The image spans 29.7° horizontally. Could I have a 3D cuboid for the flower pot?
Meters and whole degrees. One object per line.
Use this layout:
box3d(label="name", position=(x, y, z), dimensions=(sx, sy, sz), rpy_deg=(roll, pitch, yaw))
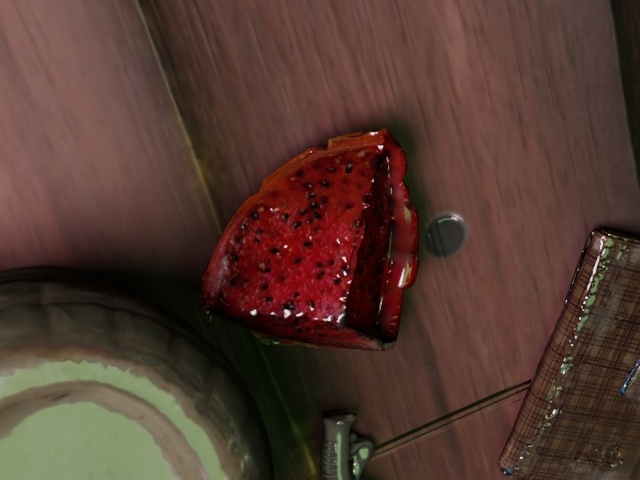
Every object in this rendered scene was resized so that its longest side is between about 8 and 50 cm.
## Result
box3d(label="flower pot", position=(-0.189, 0.158, 0.766), dimensions=(0.301, 0.213, 0.302), rpy_deg=(-1, 94, -18))

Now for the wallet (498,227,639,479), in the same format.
box3d(label="wallet", position=(0.241, 0.106, 1.018), dimensions=(0.124, 0.042, 0.230), rpy_deg=(12, 107, -20))

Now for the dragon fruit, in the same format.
box3d(label="dragon fruit", position=(0.000, 0.001, 0.878), dimensions=(0.127, 0.120, 0.161), rpy_deg=(13, 81, 18))

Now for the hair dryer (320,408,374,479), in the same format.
box3d(label="hair dryer", position=(0.099, 0.278, 1.019), dimensions=(0.301, 0.121, 0.361), rpy_deg=(-34, 114, -12))
